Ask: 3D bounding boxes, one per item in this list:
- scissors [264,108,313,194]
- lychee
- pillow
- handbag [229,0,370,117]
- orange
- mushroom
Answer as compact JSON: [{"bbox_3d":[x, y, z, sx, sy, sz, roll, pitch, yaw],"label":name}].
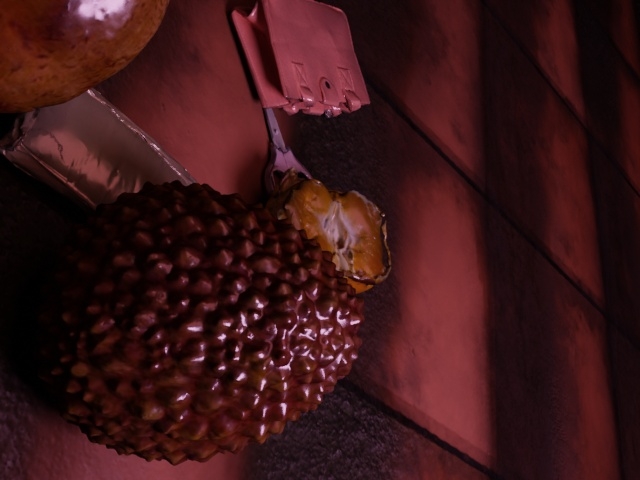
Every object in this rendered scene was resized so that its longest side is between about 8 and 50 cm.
[{"bbox_3d":[-0.053,-0.126,1.150,0.100,0.015,0.188,-2,74,-57],"label":"scissors"},{"bbox_3d":[-0.091,0.070,0.776,0.271,0.271,0.271,30,51,-44],"label":"lychee"},{"bbox_3d":[-0.199,-0.068,0.878,0.208,0.053,0.119,44,46,-32],"label":"pillow"},{"bbox_3d":[-0.018,-0.241,1.213,0.213,0.059,0.157,-8,79,-58],"label":"handbag"},{"bbox_3d":[0.000,0.000,1.075,0.170,0.112,0.160,49,44,10],"label":"orange"},{"bbox_3d":[-0.257,-0.233,0.767,0.254,0.267,0.267,-20,90,-83],"label":"mushroom"}]
